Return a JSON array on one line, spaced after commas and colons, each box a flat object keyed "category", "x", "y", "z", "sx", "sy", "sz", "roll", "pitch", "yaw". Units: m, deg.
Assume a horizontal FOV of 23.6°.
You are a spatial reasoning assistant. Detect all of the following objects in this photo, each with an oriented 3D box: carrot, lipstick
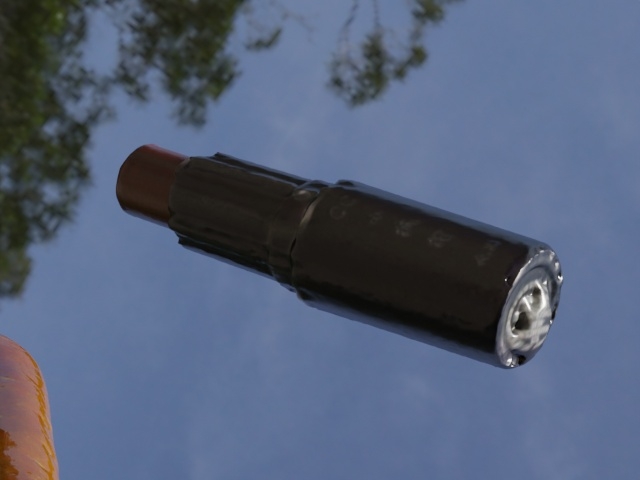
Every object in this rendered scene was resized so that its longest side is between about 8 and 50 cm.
[{"category": "carrot", "x": -0.081, "y": 0.068, "z": 0.382, "sx": 0.037, "sy": 0.037, "sz": 0.190, "roll": -51, "pitch": -158, "yaw": 5}, {"category": "lipstick", "x": 0.000, "y": 0.000, "z": 0.903, "sx": 0.300, "sy": 0.081, "sz": 0.081, "roll": 17, "pitch": -105, "yaw": 34}]
